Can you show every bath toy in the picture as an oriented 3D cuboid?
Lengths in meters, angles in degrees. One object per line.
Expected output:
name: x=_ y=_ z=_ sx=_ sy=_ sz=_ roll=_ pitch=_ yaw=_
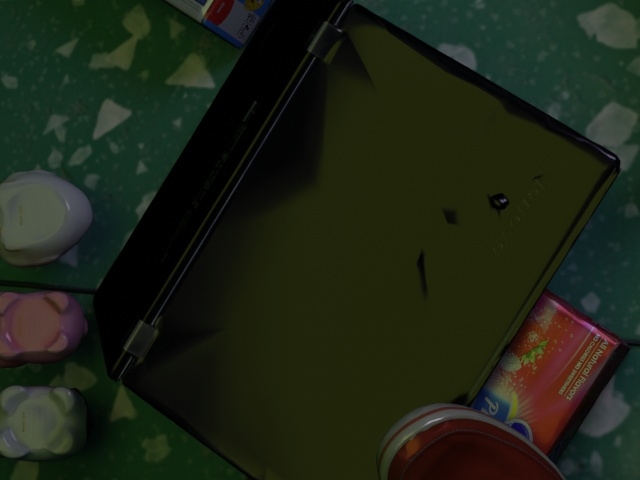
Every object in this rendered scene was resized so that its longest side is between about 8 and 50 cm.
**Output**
bath toy: x=-0.294 y=0.107 z=1.422 sx=0.151 sy=0.129 sz=0.348 roll=2 pitch=82 yaw=0

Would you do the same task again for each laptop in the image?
laptop: x=0.000 y=0.000 z=1.290 sx=0.236 sy=0.408 sz=0.382 roll=31 pitch=93 yaw=-17

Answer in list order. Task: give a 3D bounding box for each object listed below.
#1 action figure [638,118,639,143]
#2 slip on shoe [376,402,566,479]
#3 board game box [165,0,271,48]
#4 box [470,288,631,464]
action figure: x=0.323 y=-0.159 z=1.206 sx=0.091 sy=0.139 sz=0.280 roll=-5 pitch=81 yaw=24
slip on shoe: x=0.168 y=0.252 z=1.108 sx=0.123 sy=0.101 sz=0.331 roll=-40 pitch=108 yaw=-1
board game box: x=-0.124 y=-0.400 z=1.459 sx=0.308 sy=0.086 sz=0.302 roll=36 pitch=95 yaw=27
box: x=0.139 y=0.159 z=1.219 sx=0.128 sy=0.122 sz=0.257 roll=34 pitch=94 yaw=16
